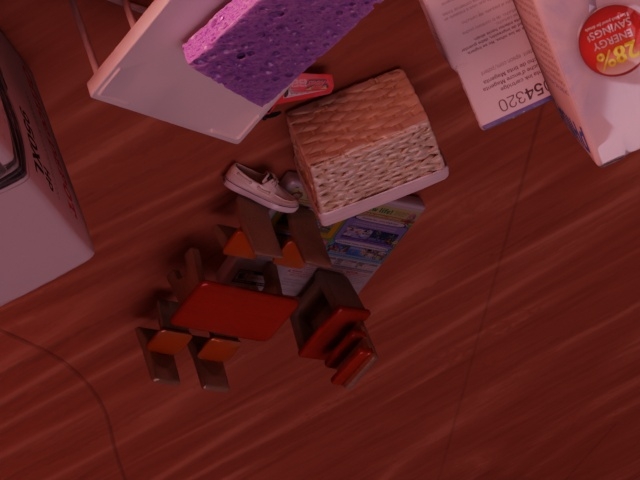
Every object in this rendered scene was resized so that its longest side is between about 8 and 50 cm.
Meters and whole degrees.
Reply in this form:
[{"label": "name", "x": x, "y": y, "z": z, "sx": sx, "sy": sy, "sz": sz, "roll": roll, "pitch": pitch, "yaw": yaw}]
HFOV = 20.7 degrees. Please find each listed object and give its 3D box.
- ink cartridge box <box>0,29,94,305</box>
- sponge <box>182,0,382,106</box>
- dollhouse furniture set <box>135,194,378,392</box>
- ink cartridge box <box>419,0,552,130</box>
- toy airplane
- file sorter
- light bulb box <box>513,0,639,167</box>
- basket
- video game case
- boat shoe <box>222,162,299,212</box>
[{"label": "ink cartridge box", "x": -0.393, "y": -0.147, "z": 1.648, "sx": 0.166, "sy": 0.285, "sz": 0.395, "roll": -26, "pitch": 143, "yaw": 3}, {"label": "sponge", "x": -0.022, "y": -0.221, "z": 1.675, "sx": 0.210, "sy": 0.031, "sz": 0.117, "roll": -40, "pitch": 142, "yaw": 21}, {"label": "dollhouse furniture set", "x": -0.063, "y": 0.096, "z": 2.190, "sx": 0.259, "sy": 0.135, "sz": 0.262, "roll": 12, "pitch": 132, "yaw": -36}, {"label": "ink cartridge box", "x": 0.242, "y": -0.328, "z": 1.801, "sx": 0.324, "sy": 0.071, "sz": 0.330, "roll": -24, "pitch": 108, "yaw": 1}, {"label": "toy airplane", "x": -0.055, "y": -0.192, "z": 1.977, "sx": 0.151, "sy": 0.028, "sz": 0.151, "roll": -15, "pitch": 142, "yaw": -12}, {"label": "file sorter", "x": -0.097, "y": -0.268, "z": 1.747, "sx": 0.193, "sy": 0.173, "sz": 0.278, "roll": 16, "pitch": 128, "yaw": -41}, {"label": "light bulb box", "x": 0.343, "y": -0.315, "z": 1.657, "sx": 0.358, "sy": 0.225, "sz": 0.361, "roll": -23, "pitch": 106, "yaw": 5}, {"label": "basket", "x": 0.051, "y": -0.112, "z": 2.059, "sx": 0.167, "sy": 0.113, "sz": 0.103, "roll": -22, "pitch": 140, "yaw": -2}, {"label": "video game case", "x": 0.000, "y": 0.000, "z": 2.239, "sx": 0.212, "sy": 0.023, "sz": 0.193, "roll": 10, "pitch": 132, "yaw": -34}, {"label": "boat shoe", "x": -0.066, "y": -0.066, "z": 2.105, "sx": 0.100, "sy": 0.035, "sz": 0.035, "roll": 24, "pitch": 115, "yaw": -15}]
